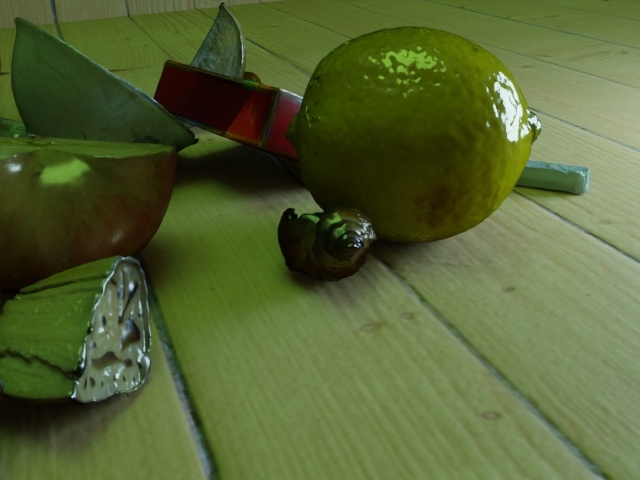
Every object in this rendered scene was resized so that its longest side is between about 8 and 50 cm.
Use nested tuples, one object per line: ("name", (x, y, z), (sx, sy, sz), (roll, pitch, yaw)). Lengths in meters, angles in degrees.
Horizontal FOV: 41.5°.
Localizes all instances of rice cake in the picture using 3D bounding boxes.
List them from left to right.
("rice cake", (0.273, -0.096, 1.139), (0.180, 0.042, 0.030), (12, 25, 32))

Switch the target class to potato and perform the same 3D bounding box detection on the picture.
("potato", (-0.192, -0.281, 1.516), (0.100, 0.261, 0.120), (34, 9, 6))

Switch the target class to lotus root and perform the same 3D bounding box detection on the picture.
("lotus root", (-0.209, 0.088, 0.717), (0.135, 0.095, 0.159), (-1, 42, 27))

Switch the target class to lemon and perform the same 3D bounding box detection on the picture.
("lemon", (0.099, -0.119, 0.960), (0.267, 0.267, 0.267), (-3, 23, 1))

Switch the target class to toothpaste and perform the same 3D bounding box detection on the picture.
("toothpaste", (-0.476, -0.171, 1.424), (0.314, 0.058, 0.056), (14, -13, 28))

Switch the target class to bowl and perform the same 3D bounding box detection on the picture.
("bowl", (-0.348, -0.176, 1.244), (0.313, 0.146, 0.313), (31, -5, 3))

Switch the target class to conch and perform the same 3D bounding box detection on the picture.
("conch", (-0.003, 0.004, 0.908), (0.086, 0.080, 0.232), (22, -12, -28))

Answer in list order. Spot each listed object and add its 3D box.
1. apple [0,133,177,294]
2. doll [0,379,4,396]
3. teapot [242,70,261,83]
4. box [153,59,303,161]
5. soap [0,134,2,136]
("apple", (-0.306, -0.030, 0.915), (0.292, 0.163, 0.251), (0, 9, -26))
("doll", (-0.424, 0.082, 0.602), (0.339, 0.209, 0.318), (-9, 37, -30))
("teapot", (-0.142, -0.258, 1.562), (0.098, 0.078, 0.129), (-40, 33, 14))
("box", (-0.086, -0.178, 1.239), (0.197, 0.089, 0.313), (15, 6, -40))
("soap", (-0.593, -0.095, 1.223), (0.293, 0.077, 0.156), (-5, 23, -1))
